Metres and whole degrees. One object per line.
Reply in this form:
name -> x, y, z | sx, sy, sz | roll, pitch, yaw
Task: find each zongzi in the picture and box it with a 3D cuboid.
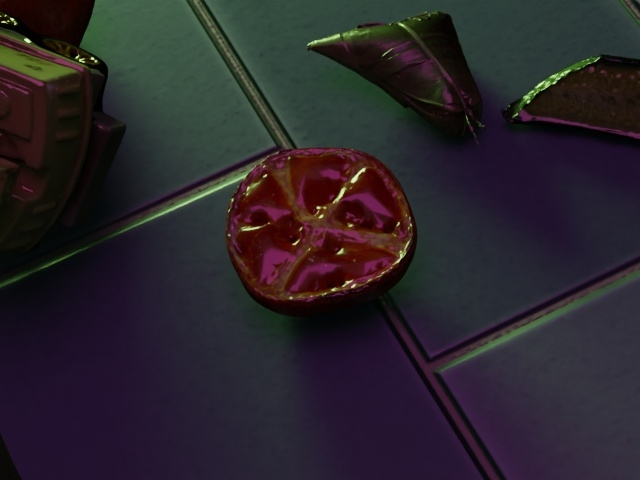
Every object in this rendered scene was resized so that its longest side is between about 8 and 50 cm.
zongzi -> 0.068, -0.121, 1.554 | 0.130, 0.062, 0.154 | -8, 55, -12

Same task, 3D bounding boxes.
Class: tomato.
tomato -> 0.000, 0.000, 1.479 | 0.156, 0.069, 0.155 | -3, 59, 5

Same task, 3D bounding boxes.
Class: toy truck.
toy truck -> -0.366, -0.128, 1.452 | 0.405, 0.254, 0.180 | 26, 101, 7

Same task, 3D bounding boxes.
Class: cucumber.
cucumber -> 0.264, -0.121, 1.539 | 0.220, 0.070, 0.046 | 9, 28, 10

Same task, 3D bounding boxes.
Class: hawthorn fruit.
hawthorn fruit -> -0.265, -0.203, 1.620 | 0.133, 0.132, 0.138 | 30, 48, 24

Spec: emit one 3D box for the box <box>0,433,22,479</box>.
box -> -0.286, 0.258, 1.198 | 0.190, 0.297, 0.225 | 1, 56, 7
